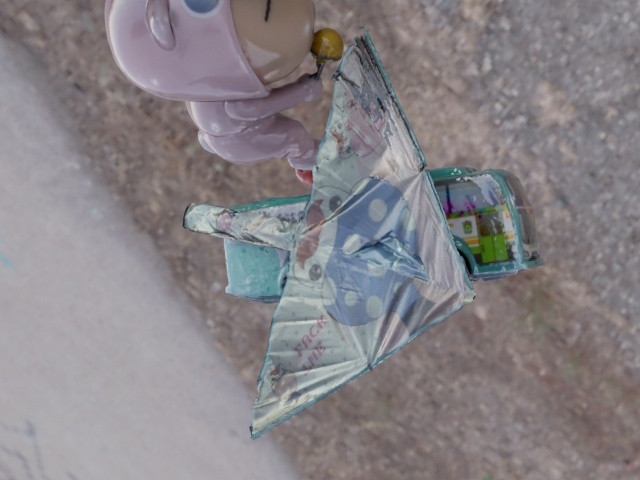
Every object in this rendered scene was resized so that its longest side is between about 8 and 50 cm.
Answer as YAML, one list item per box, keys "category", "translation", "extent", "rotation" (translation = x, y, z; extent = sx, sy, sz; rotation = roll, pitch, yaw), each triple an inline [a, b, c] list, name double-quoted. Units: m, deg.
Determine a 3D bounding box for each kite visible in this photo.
- category: "kite"
  translation: [0.000, 0.000, 1.030]
  extent: [0.314, 0.335, 0.011]
  rotation: [17, -176, 43]

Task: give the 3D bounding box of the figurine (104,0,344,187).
- category: "figurine"
  translation: [-0.076, -0.166, 1.182]
  extent: [0.287, 0.186, 0.176]
  rotation: [65, -176, -47]

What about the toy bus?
- category: "toy bus"
  translation: [0.048, 0.002, 1.100]
  extent: [0.262, 0.091, 0.109]
  rotation: [-8, 91, 19]
